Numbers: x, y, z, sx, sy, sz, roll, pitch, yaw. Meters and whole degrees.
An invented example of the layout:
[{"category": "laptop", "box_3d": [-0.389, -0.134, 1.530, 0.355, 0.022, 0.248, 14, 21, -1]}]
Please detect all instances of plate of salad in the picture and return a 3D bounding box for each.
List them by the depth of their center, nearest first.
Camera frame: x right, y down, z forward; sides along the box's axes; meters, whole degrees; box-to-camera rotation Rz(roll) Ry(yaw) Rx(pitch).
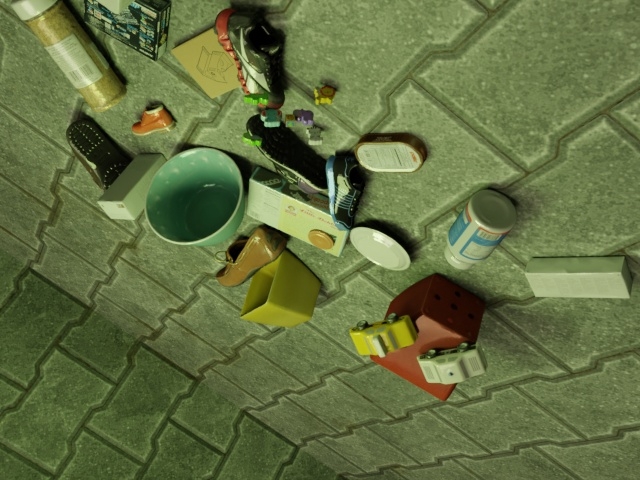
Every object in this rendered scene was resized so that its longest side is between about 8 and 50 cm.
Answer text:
[{"category": "plate of salad", "box_3d": [0.178, 0.019, 2.005, 0.200, 0.048, 0.200, 28, 156, 13]}]

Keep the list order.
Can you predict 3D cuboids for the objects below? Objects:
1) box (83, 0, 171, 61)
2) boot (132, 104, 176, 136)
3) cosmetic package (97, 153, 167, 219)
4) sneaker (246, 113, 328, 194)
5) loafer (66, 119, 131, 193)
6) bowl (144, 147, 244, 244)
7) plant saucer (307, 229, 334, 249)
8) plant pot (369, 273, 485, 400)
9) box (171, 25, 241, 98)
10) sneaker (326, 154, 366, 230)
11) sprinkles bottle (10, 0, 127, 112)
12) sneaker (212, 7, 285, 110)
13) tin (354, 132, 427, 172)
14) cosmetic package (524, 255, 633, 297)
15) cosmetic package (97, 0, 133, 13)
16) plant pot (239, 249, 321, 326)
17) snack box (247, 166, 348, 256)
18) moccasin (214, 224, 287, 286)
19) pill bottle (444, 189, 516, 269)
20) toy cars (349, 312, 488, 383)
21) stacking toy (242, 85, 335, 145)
[{"category": "box", "box_3d": [-0.489, -0.573, 1.716, 0.220, 0.051, 0.175, 29, 147, 0]}, {"category": "boot", "box_3d": [-0.506, -0.358, 2.016, 0.158, 0.059, 0.084, -6, 131, 30]}, {"category": "cosmetic package", "box_3d": [-0.580, -0.171, 2.153, 0.117, 0.231, 0.085, 4, 139, 34]}, {"category": "sneaker", "box_3d": [-0.104, -0.218, 1.857, 0.283, 0.107, 0.124, 41, 151, -16]}, {"category": "loafer", "box_3d": [-0.706, -0.245, 2.273, 0.130, 0.134, 0.366, 19, 143, 59]}, {"category": "bowl", "box_3d": [-0.351, -0.105, 2.053, 0.311, 0.311, 0.163, 15, 163, 21]}, {"category": "plant saucer", "box_3d": [0.000, 0.000, 2.034, 0.083, 0.013, 0.083, 19, 146, 13]}, {"category": "plant pot", "box_3d": [0.343, 0.263, 2.035, 0.267, 0.267, 0.236, 30, 133, -1]}, {"category": "box", "box_3d": [-0.265, -0.452, 1.736, 0.201, 0.021, 0.164, -9, 131, 43]}, {"category": "sneaker", "box_3d": [0.077, -0.121, 1.838, 0.090, 0.081, 0.232, 9, 129, 28]}, {"category": "sprinkles bottle", "box_3d": [-0.678, -0.522, 1.862, 0.121, 0.121, 0.355, 2, 138, 35]}, {"category": "sneaker", "box_3d": [-0.139, -0.421, 1.612, 0.135, 0.097, 0.276, 5, 138, 35]}, {"category": "tin", "box_3d": [0.174, -0.216, 1.708, 0.190, 0.040, 0.106, 4, 143, 33]}, {"category": "cosmetic package", "box_3d": [0.653, 0.092, 1.732, 0.239, 0.060, 0.099, -2, 137, 38]}, {"category": "cosmetic package", "box_3d": [-0.452, -0.700, 1.425, 0.217, 0.156, 0.385, 32, 148, 0]}, {"category": "plant pot", "box_3d": [-0.124, 0.184, 2.325, 0.187, 0.212, 0.212, 28, 149, -21]}, {"category": "snack box", "box_3d": [-0.062, -0.083, 2.037, 0.322, 0.060, 0.187, 25, 148, 6]}, {"category": "moccasin", "box_3d": [-0.262, 0.053, 2.301, 0.147, 0.139, 0.380, 43, 147, -9]}, {"category": "pill bottle", "box_3d": [0.393, -0.019, 1.724, 0.124, 0.124, 0.221, 28, 147, 3]}, {"category": "toy cars", "box_3d": [0.266, 0.316, 1.899, 0.394, 0.087, 0.176, 22, 121, 5]}, {"category": "stacking toy", "box_3d": [-0.083, -0.306, 1.679, 0.221, 0.052, 0.167, -3, 148, -12]}]
